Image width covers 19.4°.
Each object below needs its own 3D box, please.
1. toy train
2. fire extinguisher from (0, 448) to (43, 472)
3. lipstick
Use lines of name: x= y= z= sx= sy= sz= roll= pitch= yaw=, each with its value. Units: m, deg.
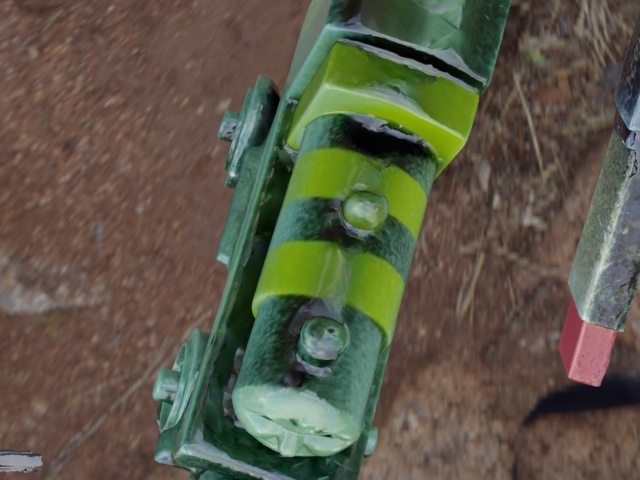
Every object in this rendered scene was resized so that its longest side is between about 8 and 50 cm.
toy train: x=0.001 y=0.000 z=0.650 sx=0.083 sy=0.132 sz=0.200 roll=16 pitch=64 yaw=-8
fire extinguisher: x=-0.173 y=0.145 z=0.894 sx=0.099 sy=0.231 sz=0.071 roll=-3 pitch=111 yaw=-14
lipstick: x=0.206 y=-0.035 z=1.247 sx=0.051 sy=0.051 sz=0.312 roll=5 pitch=123 yaw=-12
